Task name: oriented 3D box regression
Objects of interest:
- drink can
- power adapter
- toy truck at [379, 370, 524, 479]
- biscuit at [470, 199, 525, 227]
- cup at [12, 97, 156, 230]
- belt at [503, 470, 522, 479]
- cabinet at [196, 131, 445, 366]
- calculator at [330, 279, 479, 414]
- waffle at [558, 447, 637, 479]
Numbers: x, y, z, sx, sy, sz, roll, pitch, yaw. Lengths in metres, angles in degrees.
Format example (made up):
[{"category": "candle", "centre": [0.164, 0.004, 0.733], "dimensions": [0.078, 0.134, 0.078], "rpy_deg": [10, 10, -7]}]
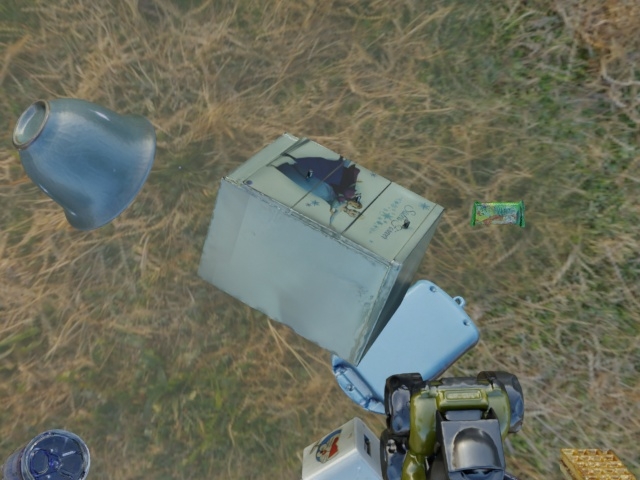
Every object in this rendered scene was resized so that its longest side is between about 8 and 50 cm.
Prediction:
[{"category": "drink can", "centre": [-0.411, 0.337, 1.281], "dimensions": [0.097, 0.235, 0.097], "rpy_deg": [9, 68, -24]}, {"category": "power adapter", "centre": [0.024, 0.467, 1.717], "dimensions": [0.205, 0.130, 0.125], "rpy_deg": [-35, 109, 14]}, {"category": "toy truck", "centre": [0.148, 0.253, 0.979], "dimensions": [0.148, 0.165, 0.224], "rpy_deg": [-1, 137, -5]}, {"category": "biscuit", "centre": [0.292, -0.044, 1.423], "dimensions": [0.089, 0.016, 0.046], "rpy_deg": [1, 106, 9]}, {"category": "cup", "centre": [-0.361, -0.133, 1.256], "dimensions": [0.150, 0.199, 0.199], "rpy_deg": [34, 89, -44]}, {"category": "belt", "centre": [0.356, 0.560, 1.669], "dimensions": [0.122, 0.128, 0.218], "rpy_deg": [-36, 129, -30]}, {"category": "cabinet", "centre": [0.000, 0.000, 0.951], "dimensions": [0.206, 0.145, 0.150], "rpy_deg": [28, 126, 12]}, {"category": "calculator", "centre": [0.156, 0.191, 1.595], "dimensions": [0.293, 0.051, 0.173], "rpy_deg": [-36, 67, -17]}, {"category": "waffle", "centre": [0.481, 0.409, 1.483], "dimensions": [0.103, 0.148, 0.042], "rpy_deg": [2, 107, -10]}]
